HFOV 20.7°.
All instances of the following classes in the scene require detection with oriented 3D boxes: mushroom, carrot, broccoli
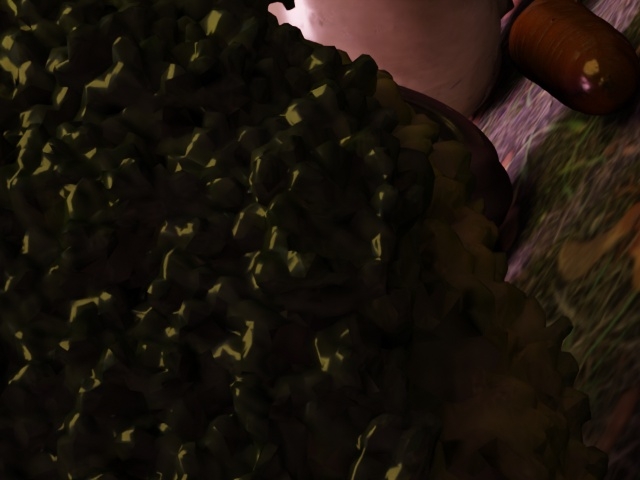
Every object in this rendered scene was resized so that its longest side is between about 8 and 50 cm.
[{"bbox_3d":[0.058,-0.178,1.030,0.246,0.202,0.246,-8,-90,-80],"label":"mushroom"},{"bbox_3d":[0.119,-0.079,0.792,0.048,0.048,0.139,-56,12,11],"label":"carrot"},{"bbox_3d":[-0.033,0.094,0.531,0.249,0.302,0.375,-4,79,53],"label":"broccoli"}]

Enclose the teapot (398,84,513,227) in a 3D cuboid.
[{"bbox_3d":[0.007,0.005,0.844,0.148,0.116,0.146,-7,-51,-45],"label":"teapot"}]
